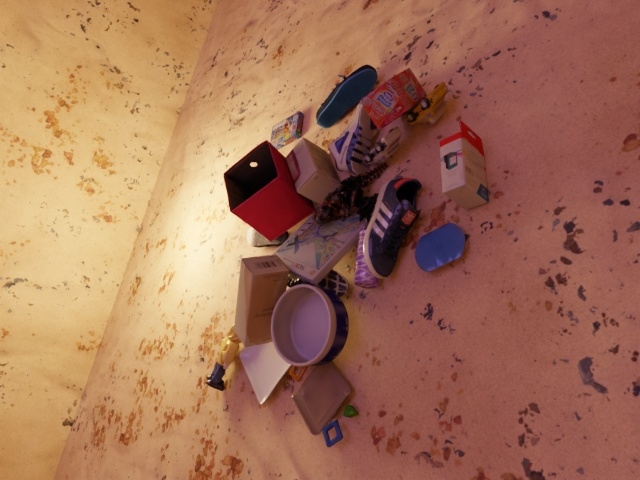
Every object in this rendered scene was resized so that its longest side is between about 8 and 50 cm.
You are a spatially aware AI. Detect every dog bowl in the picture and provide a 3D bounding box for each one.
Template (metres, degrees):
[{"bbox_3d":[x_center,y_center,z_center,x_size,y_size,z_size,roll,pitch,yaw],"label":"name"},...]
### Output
[{"bbox_3d":[-0.038,0.282,1.649,0.264,0.104,0.265,-10,73,37],"label":"dog bowl"}]

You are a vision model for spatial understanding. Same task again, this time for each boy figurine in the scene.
[{"bbox_3d":[-0.378,0.466,2.050,0.285,0.092,0.177,-62,13,-3],"label":"boy figurine"}]

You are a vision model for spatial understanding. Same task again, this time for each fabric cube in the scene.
[{"bbox_3d":[-0.214,-0.205,2.061,0.254,0.258,0.259,-35,46,17],"label":"fabric cube"}]

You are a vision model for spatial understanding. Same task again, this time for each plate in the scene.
[{"bbox_3d":[-0.184,0.431,1.885,0.278,0.045,0.277,-55,38,12],"label":"plate"}]

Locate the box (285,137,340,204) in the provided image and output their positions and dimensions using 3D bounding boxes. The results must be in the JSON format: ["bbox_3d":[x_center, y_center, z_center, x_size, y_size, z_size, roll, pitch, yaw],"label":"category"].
[{"bbox_3d":[-0.031,-0.282,2.015,0.127,0.148,0.233,-44,42,25],"label":"box"}]

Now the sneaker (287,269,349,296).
[{"bbox_3d":[-0.003,0.138,1.788,0.275,0.109,0.107,11,93,40],"label":"sneaker"}]

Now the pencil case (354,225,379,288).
[{"bbox_3d":[0.165,0.059,1.659,0.088,0.086,0.206,-5,68,34],"label":"pencil case"}]

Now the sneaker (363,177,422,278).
[{"bbox_3d":[0.244,-0.050,1.587,0.148,0.131,0.351,-10,62,51],"label":"sneaker"}]

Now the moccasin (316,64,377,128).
[{"bbox_3d":[0.090,-0.622,2.074,0.342,0.137,0.117,-34,43,32],"label":"moccasin"}]

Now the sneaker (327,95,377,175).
[{"bbox_3d":[0.118,-0.402,1.927,0.182,0.127,0.316,4,75,47],"label":"sneaker"}]

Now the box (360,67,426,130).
[{"bbox_3d":[0.258,-0.495,1.720,0.128,0.123,0.257,-30,10,36],"label":"box"}]

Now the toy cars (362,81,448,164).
[{"bbox_3d":[0.303,-0.384,1.728,0.393,0.087,0.176,-42,2,26],"label":"toy cars"}]

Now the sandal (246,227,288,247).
[{"bbox_3d":[-0.234,-0.009,2.186,0.254,0.054,0.097,7,83,40],"label":"sandal"}]

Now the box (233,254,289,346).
[{"bbox_3d":[-0.218,0.218,1.793,0.121,0.147,0.312,43,132,49],"label":"box"}]

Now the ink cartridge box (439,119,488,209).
[{"bbox_3d":[0.425,-0.225,1.473,0.078,0.134,0.231,-21,54,41],"label":"ink cartridge box"}]

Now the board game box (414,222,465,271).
[{"bbox_3d":[0.365,0.025,1.490,0.168,0.033,0.133,-30,45,29],"label":"board game box"}]

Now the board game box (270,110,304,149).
[{"bbox_3d":[-0.165,-0.526,2.393,0.201,0.035,0.136,-16,59,43],"label":"board game box"}]

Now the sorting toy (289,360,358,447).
[{"bbox_3d":[0.008,0.506,1.626,0.196,0.047,0.348,-52,40,8],"label":"sorting toy"}]

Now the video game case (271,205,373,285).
[{"bbox_3d":[0.000,0.000,1.809,0.329,0.036,0.299,-45,34,-19],"label":"video game case"}]

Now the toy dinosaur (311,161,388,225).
[{"bbox_3d":[0.105,-0.176,1.787,0.322,0.164,0.218,-60,18,1],"label":"toy dinosaur"}]
